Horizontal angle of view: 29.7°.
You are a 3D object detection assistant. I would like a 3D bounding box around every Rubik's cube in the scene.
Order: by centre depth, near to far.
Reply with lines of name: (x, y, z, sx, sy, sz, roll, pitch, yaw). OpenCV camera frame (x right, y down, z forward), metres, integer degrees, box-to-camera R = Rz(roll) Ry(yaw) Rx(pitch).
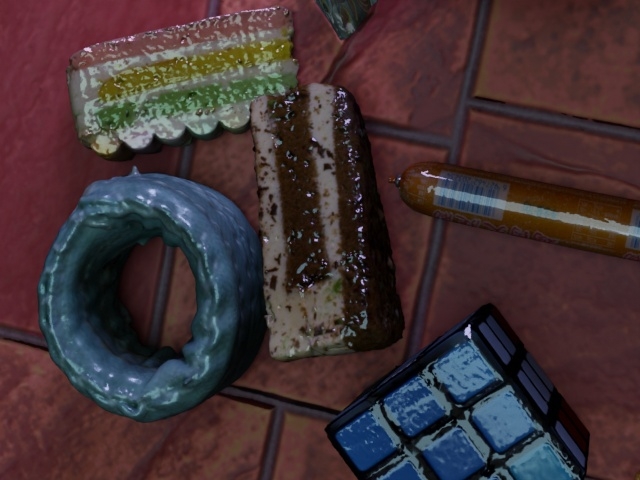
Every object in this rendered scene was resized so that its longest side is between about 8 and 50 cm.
Rubik's cube: (0.124, 0.169, 1.051, 0.160, 0.163, 0.162, -37, 84, 14)

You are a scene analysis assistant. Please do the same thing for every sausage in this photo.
sausage: (0.229, -0.019, 1.066, 0.348, 0.053, 0.053, 12, 97, 12)

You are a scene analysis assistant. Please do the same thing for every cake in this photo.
cake: (-0.003, -0.009, 1.061, 0.112, 0.135, 0.246, -8, 104, 14)
cake: (-0.131, -0.145, 1.124, 0.225, 0.090, 0.109, -12, 88, 13)

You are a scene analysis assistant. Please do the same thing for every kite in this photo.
kite: (0.033, -0.238, 1.026, 0.016, 0.229, 0.127, -33, 106, -18)

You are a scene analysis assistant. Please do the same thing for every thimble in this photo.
thimble: (-0.156, 0.046, 1.117, 0.198, 0.143, 0.235, -11, 90, 13)

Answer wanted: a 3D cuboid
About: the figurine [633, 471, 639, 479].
figurine: (0.303, 0.211, 1.067, 0.047, 0.064, 0.109, 22, 115, 34)
